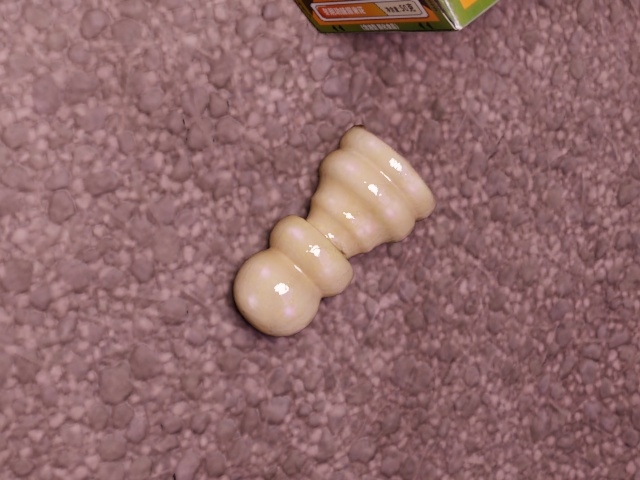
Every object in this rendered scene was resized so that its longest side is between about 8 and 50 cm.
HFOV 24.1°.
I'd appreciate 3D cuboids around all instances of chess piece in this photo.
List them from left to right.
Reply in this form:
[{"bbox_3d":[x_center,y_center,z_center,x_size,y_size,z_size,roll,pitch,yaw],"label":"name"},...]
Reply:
[{"bbox_3d":[0.000,0.000,1.168,0.170,0.094,0.094,-45,115,-9],"label":"chess piece"}]

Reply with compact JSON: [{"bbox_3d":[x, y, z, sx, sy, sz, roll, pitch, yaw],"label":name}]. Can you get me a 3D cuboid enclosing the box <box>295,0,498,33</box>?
[{"bbox_3d":[0.054,-0.258,1.095,0.148,0.195,0.177,-38,114,-21],"label":"box"}]
